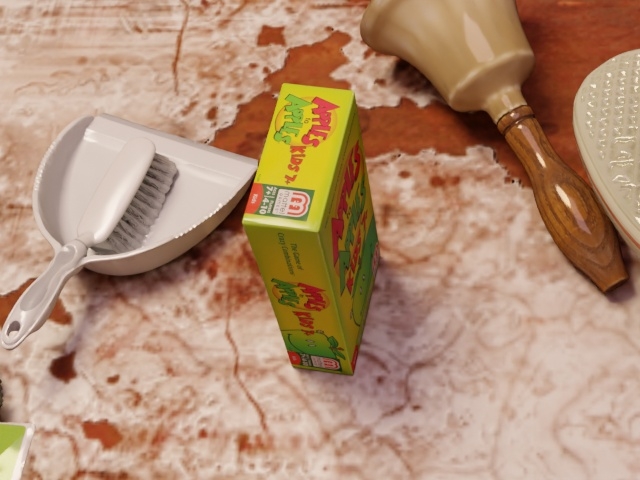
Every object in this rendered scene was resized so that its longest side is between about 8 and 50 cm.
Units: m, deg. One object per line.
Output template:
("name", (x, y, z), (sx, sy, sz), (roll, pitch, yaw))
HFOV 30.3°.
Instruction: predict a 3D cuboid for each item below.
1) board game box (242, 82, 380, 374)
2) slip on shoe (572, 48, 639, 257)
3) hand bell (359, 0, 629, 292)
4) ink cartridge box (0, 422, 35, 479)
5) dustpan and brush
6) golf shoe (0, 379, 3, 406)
("board game box", (0.000, 0.000, 0.702), (0.043, 0.181, 0.092), (8, 61, 12))
("slip on shoe", (0.262, 0.017, 0.701), (0.123, 0.101, 0.331), (-32, 64, -5))
("hand bell", (0.136, -0.072, 0.791), (0.126, 0.126, 0.242), (-26, 72, -7))
("ink cartridge box", (-0.283, 0.194, 0.666), (0.255, 0.097, 0.189), (3, 60, 15))
("dustpan and brush", (-0.150, -0.006, 0.797), (0.147, 0.060, 0.211), (18, 64, 18))
("golf shoe", (-0.318, 0.065, 0.774), (0.273, 0.105, 0.120), (31, 86, 28))
